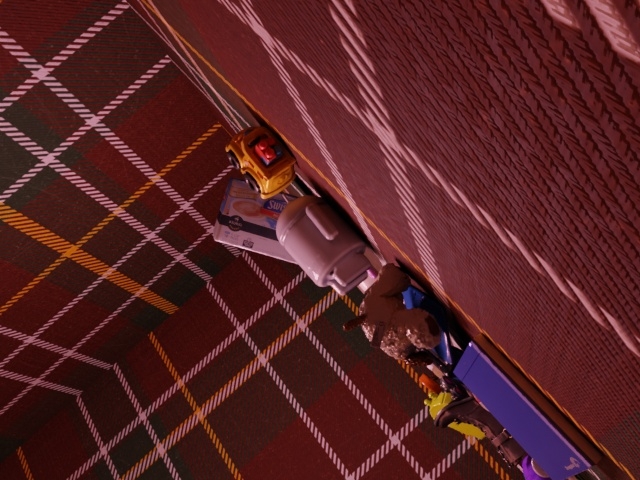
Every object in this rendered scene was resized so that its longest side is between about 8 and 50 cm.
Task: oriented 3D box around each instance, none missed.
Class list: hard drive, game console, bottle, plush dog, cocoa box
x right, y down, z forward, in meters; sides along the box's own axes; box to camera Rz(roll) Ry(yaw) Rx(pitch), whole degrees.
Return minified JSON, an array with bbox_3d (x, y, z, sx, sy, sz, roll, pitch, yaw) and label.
[{"bbox_3d":[0.430,0.366,1.225,0.319,0.040,0.210,48,160,25],"label":"hard drive"},{"bbox_3d":[0.351,0.250,1.529,0.250,0.174,0.293,17,-175,-14],"label":"game console"},{"bbox_3d":[0.620,0.632,1.564,0.283,0.118,0.092,55,-160,-57],"label":"bottle"},{"bbox_3d":[0.186,0.227,1.467,0.225,0.210,0.262,58,-177,-48],"label":"plush dog"},{"bbox_3d":[-0.194,-0.075,2.062,0.347,0.228,0.231,17,-176,-12],"label":"cocoa box"}]

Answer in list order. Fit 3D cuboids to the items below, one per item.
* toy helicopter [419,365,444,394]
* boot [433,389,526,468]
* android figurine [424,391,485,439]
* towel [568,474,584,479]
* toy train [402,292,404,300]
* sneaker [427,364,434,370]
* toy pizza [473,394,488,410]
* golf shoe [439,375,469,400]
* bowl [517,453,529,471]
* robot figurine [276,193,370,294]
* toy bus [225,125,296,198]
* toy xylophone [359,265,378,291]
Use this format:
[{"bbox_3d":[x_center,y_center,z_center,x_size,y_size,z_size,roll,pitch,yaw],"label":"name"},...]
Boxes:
[{"bbox_3d":[0.521,0.526,1.953,0.355,0.140,0.235,37,176,-40],"label":"toy helicopter"},{"bbox_3d":[0.460,0.525,1.564,0.091,0.263,0.229,-11,-122,-50],"label":"boot"},{"bbox_3d":[0.475,0.569,1.847,0.272,0.056,0.248,20,144,11],"label":"android figurine"},{"bbox_3d":[0.739,0.697,1.584,0.113,0.023,0.152,46,176,36],"label":"towel"},{"bbox_3d":[0.287,0.195,1.741,0.036,0.027,0.158,38,180,-22],"label":"toy train"},{"bbox_3d":[0.378,0.369,2.121,0.271,0.100,0.108,44,162,16],"label":"sneaker"},{"bbox_3d":[0.468,0.431,1.412,0.201,0.032,0.201,30,161,11],"label":"toy pizza"},{"bbox_3d":[0.486,0.484,1.693,0.273,0.120,0.105,46,172,15],"label":"golf shoe"},{"bbox_3d":[0.758,0.808,2.143,0.170,0.080,0.170,49,177,4],"label":"bowl"},{"bbox_3d":[0.000,0.000,1.748,0.353,0.199,0.300,47,157,21],"label":"robot figurine"},{"bbox_3d":[-0.178,-0.265,1.696,0.220,0.149,0.211,51,164,9],"label":"toy bus"},{"bbox_3d":[0.145,0.116,2.223,0.236,0.081,0.323,49,177,1],"label":"toy xylophone"}]
